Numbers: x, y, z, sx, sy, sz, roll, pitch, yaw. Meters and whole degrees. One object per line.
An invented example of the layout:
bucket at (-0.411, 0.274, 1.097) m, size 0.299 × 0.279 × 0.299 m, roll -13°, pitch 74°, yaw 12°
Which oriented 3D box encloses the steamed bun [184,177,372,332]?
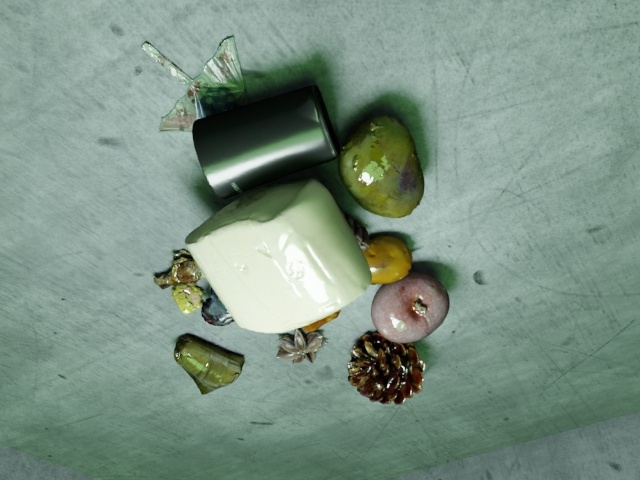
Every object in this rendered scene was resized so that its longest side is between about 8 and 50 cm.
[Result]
steamed bun at (-0.096, 0.035, 1.348) m, size 0.456 × 0.290 × 0.371 m, roll -13°, pitch 116°, yaw 39°

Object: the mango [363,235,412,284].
mango at (0.161, 0.062, 1.599) m, size 0.249 × 0.151 × 0.155 m, roll 1°, pitch 100°, yaw 11°

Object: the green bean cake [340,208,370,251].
green bean cake at (0.000, 0.000, 1.549) m, size 0.233 × 0.097 × 0.198 m, roll -33°, pitch 126°, yaw 28°

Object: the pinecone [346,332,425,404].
pinecone at (0.241, 0.490, 1.944) m, size 0.296 × 0.242 × 0.298 m, roll 24°, pitch 136°, yaw -26°

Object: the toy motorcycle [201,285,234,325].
toy motorcycle at (-0.249, 0.126, 1.643) m, size 0.232 × 0.172 × 0.416 m, roll 5°, pitch 126°, yaw -16°

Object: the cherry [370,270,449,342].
cherry at (0.288, 0.222, 1.686) m, size 0.261 × 0.221 × 0.307 m, roll -27°, pitch 160°, yaw -11°

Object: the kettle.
kettle at (-0.115, -0.219, 1.256) m, size 0.308 × 0.203 × 0.262 m, roll -16°, pitch 132°, yaw 8°

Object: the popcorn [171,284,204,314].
popcorn at (-0.455, 0.194, 1.737) m, size 0.089 × 0.097 × 0.109 m, roll -29°, pitch 115°, yaw 21°

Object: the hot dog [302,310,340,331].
hot dog at (-0.025, 0.237, 1.746) m, size 0.135 × 0.100 × 0.337 m, roll 12°, pitch 155°, yaw -15°

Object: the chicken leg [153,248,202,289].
chicken leg at (-0.453, 0.109, 1.673) m, size 0.125 × 0.080 × 0.196 m, roll 36°, pitch 132°, yaw -19°

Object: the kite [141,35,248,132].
kite at (-0.295, -0.361, 1.243) m, size 0.314 × 0.011 × 0.335 m, roll 33°, pitch 125°, yaw -29°

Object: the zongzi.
zongzi at (-0.491, 0.515, 2.032) m, size 0.286 × 0.138 × 0.300 m, roll 31°, pitch 128°, yaw -25°

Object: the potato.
potato at (0.164, -0.173, 1.320) m, size 0.210 × 0.173 × 0.307 m, roll -45°, pitch 133°, yaw -8°

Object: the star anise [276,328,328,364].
star anise at (-0.082, 0.406, 1.971) m, size 0.197 × 0.073 × 0.212 m, roll 17°, pitch 130°, yaw -22°
